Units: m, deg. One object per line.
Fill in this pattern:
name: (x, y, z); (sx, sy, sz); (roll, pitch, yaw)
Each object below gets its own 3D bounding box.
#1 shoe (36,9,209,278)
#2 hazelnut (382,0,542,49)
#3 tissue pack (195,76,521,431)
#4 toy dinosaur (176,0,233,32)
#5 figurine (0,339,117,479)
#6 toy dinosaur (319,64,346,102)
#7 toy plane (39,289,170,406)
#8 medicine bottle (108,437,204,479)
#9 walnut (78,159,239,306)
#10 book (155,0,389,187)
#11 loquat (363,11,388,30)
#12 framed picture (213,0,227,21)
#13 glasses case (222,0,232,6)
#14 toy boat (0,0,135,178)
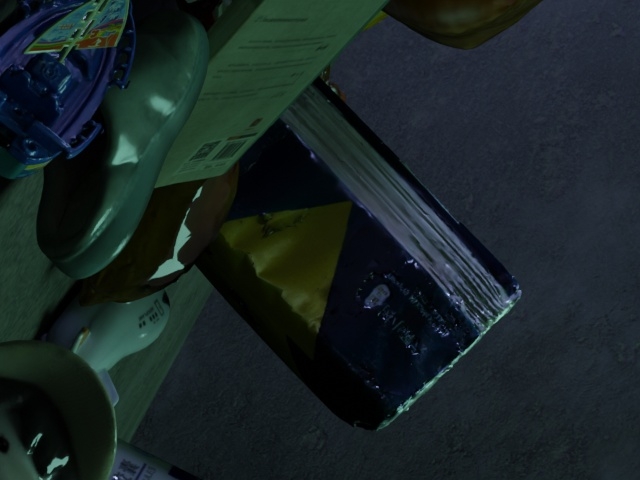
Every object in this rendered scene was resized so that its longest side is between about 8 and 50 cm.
shoe: (-0.167, -0.094, 1.099); (0.103, 0.100, 0.251); (-9, -127, 35)
hazelnut: (0.157, -0.402, 1.615); (0.315, 0.372, 0.372); (-6, -144, 33)
tissue pack: (0.000, 0.000, 1.670); (0.253, 0.416, 0.264); (-41, 177, -10)
toy dinosaur: (-0.044, -0.257, 1.234); (0.206, 0.113, 0.327); (-58, 171, -14)
figurine: (-0.309, 0.215, 1.110); (0.332, 0.185, 0.204); (-37, -162, -36)
toy dinosaur: (-0.016, -0.252, 1.962); (0.432, 0.097, 0.208); (-57, 140, -29)
toy plane: (-0.245, 0.102, 1.655); (0.245, 0.117, 0.245); (-61, 177, -5)
medicine bottle: (-0.254, 0.322, 1.624); (0.190, 0.332, 0.190); (25, 90, -88)
walnut: (-0.169, -0.028, 1.464); (0.245, 0.137, 0.137); (-59, 179, -14)
book: (-0.068, -0.139, 1.276); (0.282, 0.025, 0.215); (-44, 164, 30)
loquat: (0.032, -0.341, 1.833); (0.204, 0.149, 0.172); (-46, 180, 0)
framed picture: (-0.057, -0.327, 1.567); (0.250, 0.016, 0.184); (-60, 179, -12)
glasses case: (-0.029, -0.333, 1.421); (0.233, 0.059, 0.092); (-59, 174, 1)
toy boat: (-0.148, -0.121, 0.866); (0.110, 0.091, 0.175); (-40, -163, 39)
